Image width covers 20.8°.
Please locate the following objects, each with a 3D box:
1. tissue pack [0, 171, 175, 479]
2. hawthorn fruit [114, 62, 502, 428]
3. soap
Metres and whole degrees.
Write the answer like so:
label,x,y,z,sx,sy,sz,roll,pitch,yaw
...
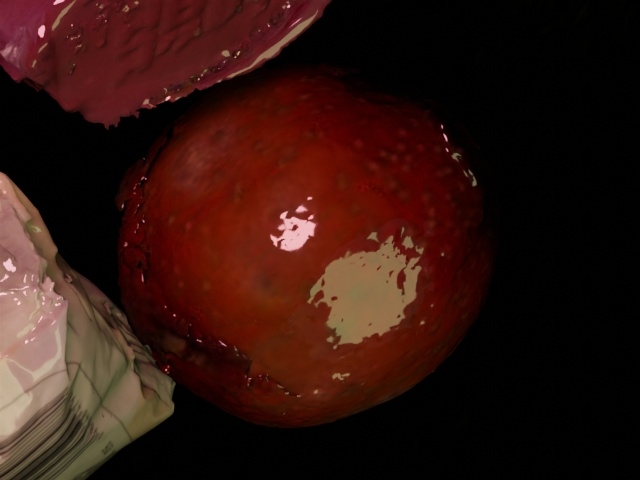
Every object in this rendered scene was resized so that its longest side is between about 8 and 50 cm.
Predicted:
label,x,y,z,sx,sy,sz,roll,pitch,yaw
tissue pack,-0.291,0.154,1.286,0.390,0.195,0.375,-37,155,-11
hawthorn fruit,-0.002,-0.003,1.348,0.316,0.316,0.316,-29,146,-23
soap,-0.106,-0.190,1.170,0.289,0.112,0.182,-26,142,-25
